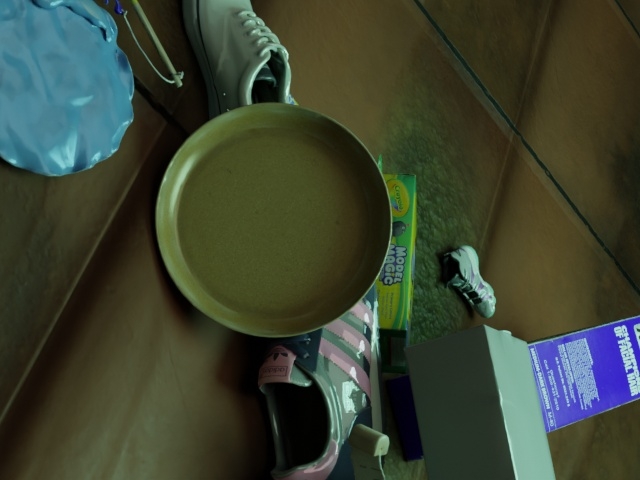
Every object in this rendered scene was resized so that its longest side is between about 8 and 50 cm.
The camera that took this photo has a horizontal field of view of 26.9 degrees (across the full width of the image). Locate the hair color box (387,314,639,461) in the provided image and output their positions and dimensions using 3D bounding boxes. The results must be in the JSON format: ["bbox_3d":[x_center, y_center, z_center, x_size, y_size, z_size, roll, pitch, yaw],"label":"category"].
[{"bbox_3d":[0.257,0.174,1.613,0.338,0.185,0.110,-9,82,-51],"label":"hair color box"}]

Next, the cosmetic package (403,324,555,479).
[{"bbox_3d":[0.170,0.215,1.355,0.127,0.107,0.238,27,47,-57],"label":"cosmetic package"}]

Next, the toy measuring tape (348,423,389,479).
[{"bbox_3d":[0.104,0.294,1.385,0.121,0.121,0.330,-56,142,-46],"label":"toy measuring tape"}]

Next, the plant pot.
[{"bbox_3d":[-0.047,-0.020,1.339,0.236,0.032,0.236,1,82,-6],"label":"plant pot"}]

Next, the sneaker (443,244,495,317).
[{"bbox_3d":[0.180,0.058,1.690,0.069,0.038,0.098,-16,79,-51],"label":"sneaker"}]

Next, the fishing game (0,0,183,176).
[{"bbox_3d":[-0.254,-0.150,1.221,0.264,0.041,0.189,-46,113,-34],"label":"fishing game"}]

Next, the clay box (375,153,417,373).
[{"bbox_3d":[0.081,0.024,1.515,0.127,0.053,0.222,83,12,-63],"label":"clay box"}]

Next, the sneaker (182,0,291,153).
[{"bbox_3d":[-0.076,-0.195,1.427,0.094,0.091,0.258,-4,79,-52],"label":"sneaker"}]

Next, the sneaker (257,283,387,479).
[{"bbox_3d":[-0.011,0.102,1.371,0.131,0.112,0.319,8,68,-53],"label":"sneaker"}]

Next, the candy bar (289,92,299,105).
[{"bbox_3d":[-0.025,-0.137,1.528,0.161,0.018,0.040,51,42,-24],"label":"candy bar"}]
